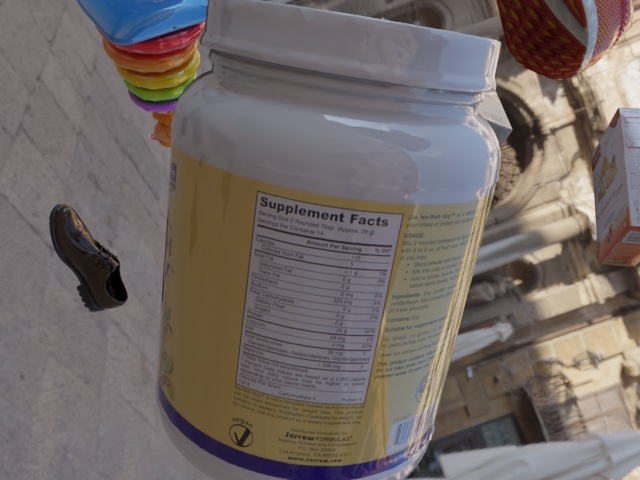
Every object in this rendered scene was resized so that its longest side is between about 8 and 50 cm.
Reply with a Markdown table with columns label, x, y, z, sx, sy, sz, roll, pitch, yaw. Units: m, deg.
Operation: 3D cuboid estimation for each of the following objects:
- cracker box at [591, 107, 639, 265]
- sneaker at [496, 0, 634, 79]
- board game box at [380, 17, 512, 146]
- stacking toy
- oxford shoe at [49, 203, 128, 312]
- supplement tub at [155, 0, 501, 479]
| label | x | y | z | sx | sy | sz | roll | pitch | yaw |
| --- | --- | --- | --- | --- | --- | --- | --- | --- | --- |
| cracker box | 0.531 | -0.091 | 1.030 | 0.156 | 0.067 | 0.233 | 75 | 22 | -64 |
| sneaker | 0.103 | -0.162 | 0.263 | 0.064 | 0.067 | 0.175 | 22 | -37 | 45 |
| board game box | 0.187 | -0.261 | 1.033 | 0.303 | 0.223 | 0.098 | -81 | -165 | -53 |
| stacking toy | -0.255 | -0.267 | 0.945 | 0.166 | 0.175 | 0.302 | 49 | -27 | 28 |
| oxford shoe | -0.424 | 0.028 | 1.111 | 0.083 | 0.096 | 0.227 | -67 | 143 | -54 |
| supplement tub | 0.000 | 0.000 | 0.466 | 0.241 | 0.240 | 0.332 | -104 | -158 | -69 |
